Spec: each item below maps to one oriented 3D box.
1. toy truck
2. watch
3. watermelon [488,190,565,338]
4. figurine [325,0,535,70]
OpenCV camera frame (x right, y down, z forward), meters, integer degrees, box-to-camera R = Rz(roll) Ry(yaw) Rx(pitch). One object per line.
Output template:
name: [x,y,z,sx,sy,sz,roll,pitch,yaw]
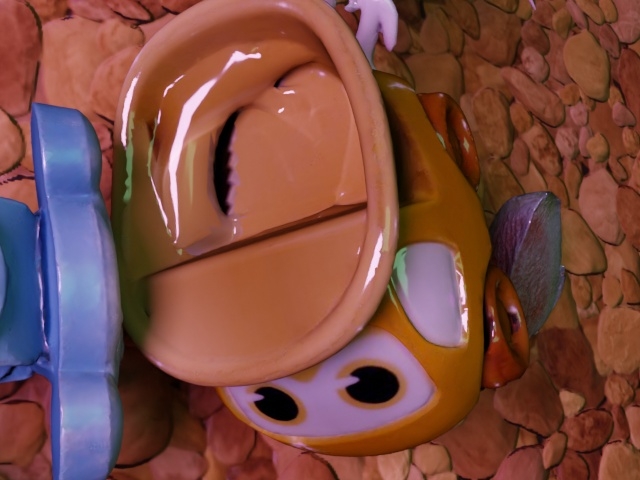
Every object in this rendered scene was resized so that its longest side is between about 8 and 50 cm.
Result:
toy truck: [0.000,0.000,0.555,0.211,0.204,0.288,11,66,-60]
watch: [-0.210,0.037,0.453,0.193,0.211,0.211,-2,78,-21]
watermelon: [0.184,0.024,0.781,0.094,0.081,0.180,-58,149,-52]
figurine: [0.029,-0.251,0.661,0.316,0.206,0.284,59,15,17]
